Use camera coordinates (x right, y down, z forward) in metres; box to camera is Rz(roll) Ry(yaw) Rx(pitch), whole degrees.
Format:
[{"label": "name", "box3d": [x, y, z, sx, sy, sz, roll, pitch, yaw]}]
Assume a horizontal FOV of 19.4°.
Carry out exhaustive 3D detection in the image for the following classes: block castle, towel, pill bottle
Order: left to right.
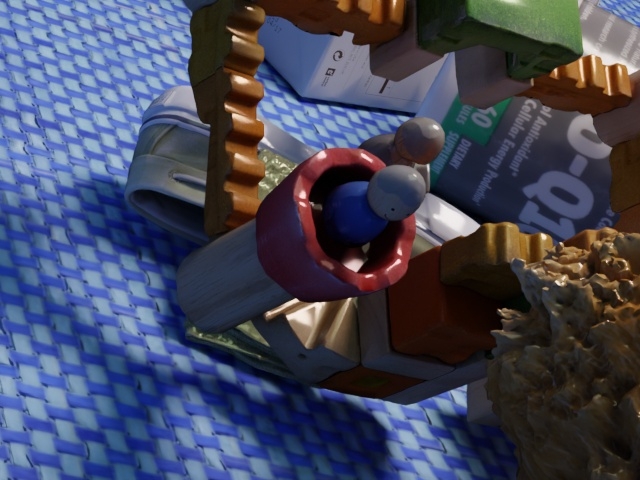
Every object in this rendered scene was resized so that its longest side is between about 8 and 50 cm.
[{"label": "towel", "box3d": [-0.023, 0.018, 1.237, 0.110, 0.027, 0.148, 25, 64, -8]}, {"label": "block castle", "box3d": [0.137, -0.056, 1.207, 0.453, 0.213, 0.303, 14, 65, -34]}, {"label": "pill bottle", "box3d": [0.263, -0.062, 1.553, 0.361, 0.204, 0.204, 28, 25, 3]}]

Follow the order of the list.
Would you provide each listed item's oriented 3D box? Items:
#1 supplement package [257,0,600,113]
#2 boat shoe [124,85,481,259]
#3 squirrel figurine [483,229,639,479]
[{"label": "supplement package", "box3d": [0.086, -0.233, 1.741, 0.293, 0.175, 0.177, 4, 32, -41]}, {"label": "boat shoe", "box3d": [0.000, 0.000, 1.326, 0.302, 0.109, 0.094, 26, 62, -7]}, {"label": "squirrel figurine", "box3d": [0.279, 0.117, 1.021, 0.397, 0.370, 0.281, 10, 30, -33]}]
